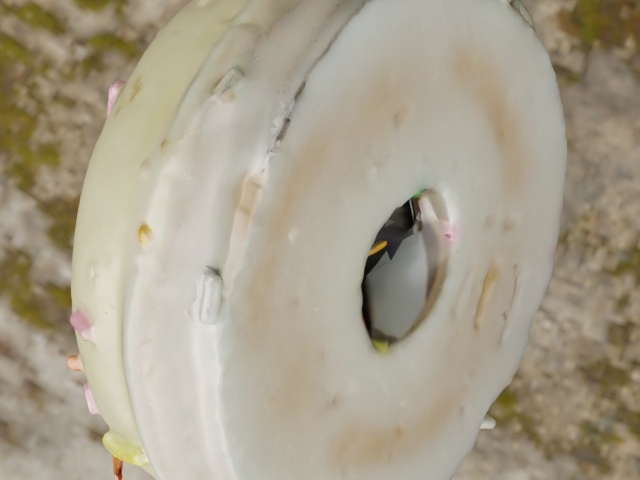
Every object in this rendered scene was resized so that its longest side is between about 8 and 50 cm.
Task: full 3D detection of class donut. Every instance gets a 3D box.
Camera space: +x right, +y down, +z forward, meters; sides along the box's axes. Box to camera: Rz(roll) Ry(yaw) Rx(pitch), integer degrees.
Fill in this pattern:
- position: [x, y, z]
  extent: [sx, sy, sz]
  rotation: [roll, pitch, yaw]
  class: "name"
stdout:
- position: [0.000, 0.000, 1.144]
  extent: [0.142, 0.382, 0.383]
  rotation: [18, 145, 37]
  class: "donut"
